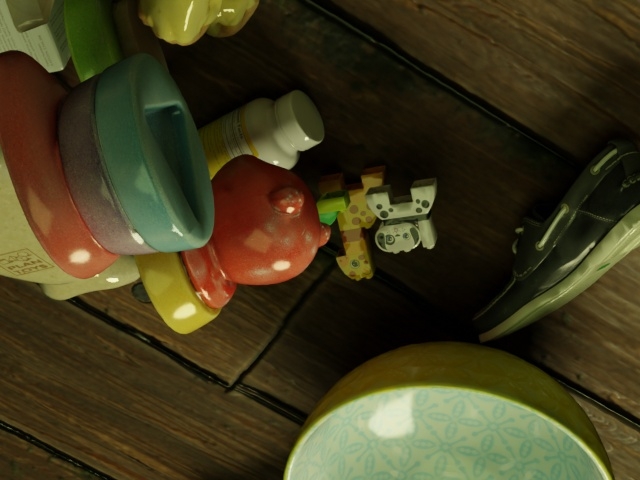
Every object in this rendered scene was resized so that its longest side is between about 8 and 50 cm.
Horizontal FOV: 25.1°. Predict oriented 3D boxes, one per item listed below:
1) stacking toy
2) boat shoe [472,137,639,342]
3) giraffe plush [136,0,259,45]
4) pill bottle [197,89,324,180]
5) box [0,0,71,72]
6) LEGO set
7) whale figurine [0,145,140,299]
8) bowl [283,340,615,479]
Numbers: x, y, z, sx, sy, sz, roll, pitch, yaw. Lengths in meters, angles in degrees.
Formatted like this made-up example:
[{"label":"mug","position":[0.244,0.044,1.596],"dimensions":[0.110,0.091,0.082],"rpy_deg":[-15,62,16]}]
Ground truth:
[{"label":"stacking toy","position":[-0.108,-0.096,1.020],"dimensions":[0.130,0.279,0.309],"rpy_deg":[-17,165,12]},{"label":"boat shoe","position":[0.200,0.007,1.200],"dimensions":[0.079,0.084,0.233],"rpy_deg":[56,134,16]},{"label":"giraffe plush","position":[-0.116,-0.253,1.002],"dimensions":[0.170,0.210,0.181],"rpy_deg":[35,96,13]},{"label":"pill bottle","position":[-0.057,-0.078,1.176],"dimensions":[0.116,0.065,0.065],"rpy_deg":[-24,119,26]},{"label":"box","position":[-0.237,-0.190,1.101],"dimensions":[0.087,0.101,0.102],"rpy_deg":[-6,125,16]},{"label":"LEGO set","position":[0.000,0.000,1.207],"dimensions":[0.227,0.087,0.093],"rpy_deg":[-9,110,17]},{"label":"whale figurine","position":[-0.254,-0.047,1.216],"dimensions":[0.216,0.141,0.272],"rpy_deg":[-14,147,21]},{"label":"bowl","position":[0.120,0.185,1.284],"dimensions":[0.289,0.156,0.289],"rpy_deg":[5,128,7]}]
